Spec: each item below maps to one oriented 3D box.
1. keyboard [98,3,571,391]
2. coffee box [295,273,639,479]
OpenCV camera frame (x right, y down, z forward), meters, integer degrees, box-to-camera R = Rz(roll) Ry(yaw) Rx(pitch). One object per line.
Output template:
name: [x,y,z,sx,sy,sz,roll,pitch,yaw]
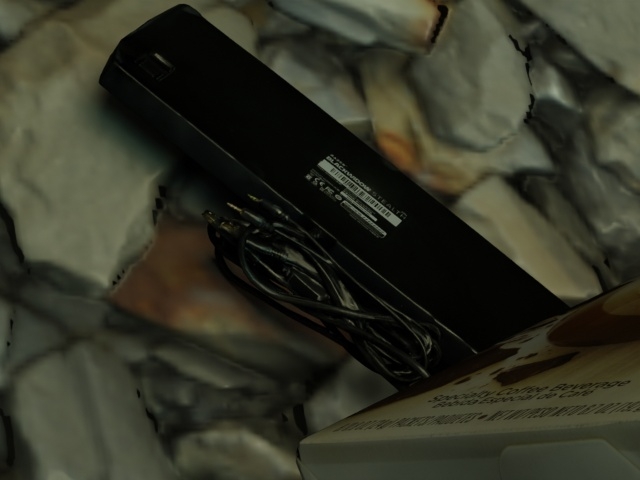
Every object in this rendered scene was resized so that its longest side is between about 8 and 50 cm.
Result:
keyboard: [0.000,0.000,0.665,0.192,0.038,0.100,38,29,6]
coffee box: [0.167,0.053,0.588,0.297,0.168,0.119,-23,95,-33]
